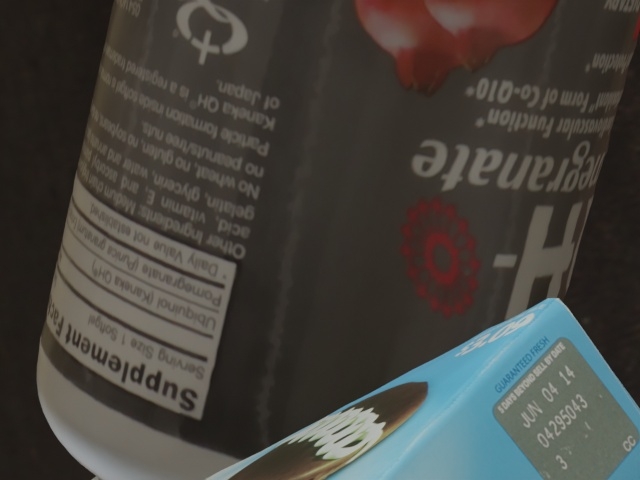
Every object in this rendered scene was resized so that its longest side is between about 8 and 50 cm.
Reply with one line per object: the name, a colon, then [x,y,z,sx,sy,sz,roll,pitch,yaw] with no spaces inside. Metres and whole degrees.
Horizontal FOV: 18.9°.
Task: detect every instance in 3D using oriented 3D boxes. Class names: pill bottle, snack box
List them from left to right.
snack box: [-0.076,0.133,0.458,0.060,0.187,0.322,53,138,-3]
pill bottle: [0.000,0.000,0.670,0.176,0.176,0.318,29,110,48]
